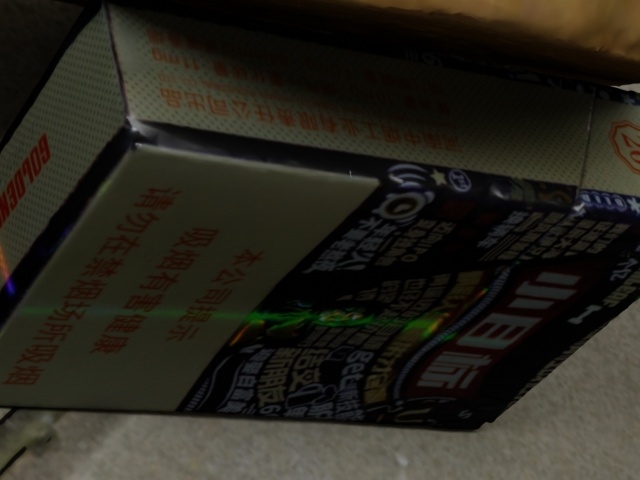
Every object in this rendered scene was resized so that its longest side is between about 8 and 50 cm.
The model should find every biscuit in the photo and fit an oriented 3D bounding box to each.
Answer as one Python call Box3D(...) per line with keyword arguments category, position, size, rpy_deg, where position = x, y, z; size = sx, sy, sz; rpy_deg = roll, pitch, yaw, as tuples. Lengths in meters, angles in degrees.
Box3D(category="biscuit", position=(-0.011, -0.127, 0.816), size=(0.365, 0.062, 0.385), rpy_deg=(9, 3, 9))

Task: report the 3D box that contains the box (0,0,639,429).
Box3D(category="box", position=(0.000, 0.000, 0.820), size=(0.310, 0.198, 0.084), rpy_deg=(6, 53, -33))
